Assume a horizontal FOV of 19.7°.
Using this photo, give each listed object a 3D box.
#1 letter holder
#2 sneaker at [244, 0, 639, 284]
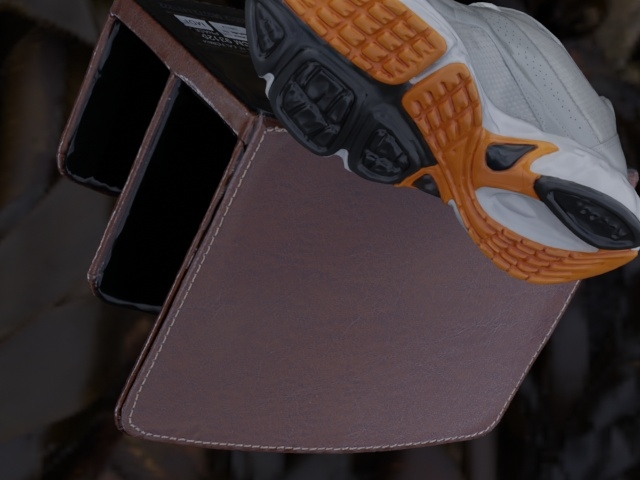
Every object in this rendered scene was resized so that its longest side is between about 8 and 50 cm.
[{"bbox_3d":[0.000,0.000,1.087,0.301,0.152,0.214,5,118,-42],"label":"letter holder"},{"bbox_3d":[0.062,-0.085,0.934,0.262,0.099,0.121,38,39,-34],"label":"sneaker"}]
